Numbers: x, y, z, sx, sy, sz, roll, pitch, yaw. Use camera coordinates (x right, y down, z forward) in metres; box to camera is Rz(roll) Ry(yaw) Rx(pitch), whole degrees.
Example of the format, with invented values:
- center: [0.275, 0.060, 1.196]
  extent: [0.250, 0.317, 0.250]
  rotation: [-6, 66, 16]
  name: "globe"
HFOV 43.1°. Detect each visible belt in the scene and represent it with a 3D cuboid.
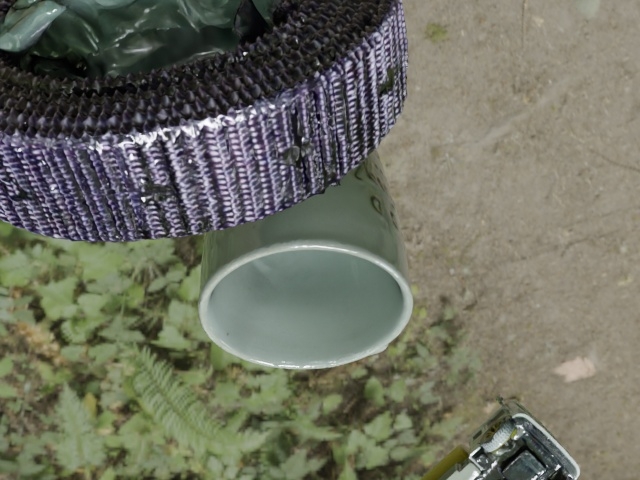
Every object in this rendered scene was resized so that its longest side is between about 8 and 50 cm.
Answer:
- center: [-0.104, -0.122, 0.544]
  extent: [0.325, 0.260, 0.122]
  rotation: [-7, 136, 2]
  name: "belt"

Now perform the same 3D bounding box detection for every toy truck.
- center: [0.143, 0.258, 0.807]
  extent: [0.098, 0.114, 0.227]
  rotation: [45, 100, 3]
  name: "toy truck"

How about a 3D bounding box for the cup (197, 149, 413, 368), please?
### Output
- center: [0.000, 0.000, 0.803]
  extent: [0.186, 0.234, 0.258]
  rotation: [-19, 135, 18]
  name: "cup"
